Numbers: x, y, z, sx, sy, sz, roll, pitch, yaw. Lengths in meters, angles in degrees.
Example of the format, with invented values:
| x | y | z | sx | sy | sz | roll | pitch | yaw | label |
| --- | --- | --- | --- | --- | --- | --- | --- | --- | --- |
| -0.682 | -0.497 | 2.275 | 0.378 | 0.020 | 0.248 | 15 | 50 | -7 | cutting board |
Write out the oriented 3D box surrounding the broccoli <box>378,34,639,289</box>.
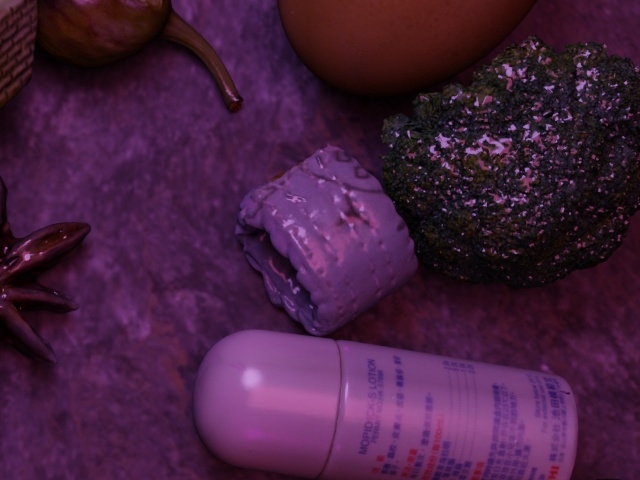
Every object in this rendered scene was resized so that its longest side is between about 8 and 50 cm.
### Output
| x | y | z | sx | sy | sz | roll | pitch | yaw | label |
| --- | --- | --- | --- | --- | --- | --- | --- | --- | --- |
| 0.184 | -0.079 | 1.166 | 0.261 | 0.269 | 0.241 | 46 | 30 | -36 | broccoli |

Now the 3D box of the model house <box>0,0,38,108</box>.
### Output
| x | y | z | sx | sy | sz | roll | pitch | yaw | label |
| --- | --- | --- | --- | --- | --- | --- | --- | --- | --- |
| -0.357 | -0.178 | 1.086 | 0.189 | 0.214 | 0.195 | 51 | 41 | -16 | model house |

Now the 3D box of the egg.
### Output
| x | y | z | sx | sy | sz | roll | pitch | yaw | label |
| --- | --- | --- | --- | --- | --- | --- | --- | --- | --- |
| 0.091 | -0.281 | 1.166 | 0.250 | 0.250 | 0.322 | 36 | 79 | -4 | egg |

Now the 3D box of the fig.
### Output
| x | y | z | sx | sy | sz | roll | pitch | yaw | label |
| --- | --- | --- | --- | --- | --- | --- | --- | --- | --- |
| -0.166 | -0.204 | 1.168 | 0.245 | 0.149 | 0.149 | 26 | 74 | -28 | fig |

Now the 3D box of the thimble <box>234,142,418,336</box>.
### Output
| x | y | z | sx | sy | sz | roll | pitch | yaw | label |
| --- | --- | --- | --- | --- | --- | --- | --- | --- | --- |
| 0.002 | 0.001 | 1.155 | 0.118 | 0.127 | 0.151 | -33 | 78 | -19 | thimble |

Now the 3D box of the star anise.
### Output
| x | y | z | sx | sy | sz | roll | pitch | yaw | label |
| --- | --- | --- | --- | --- | --- | --- | --- | --- | --- |
| -0.311 | 0.047 | 1.099 | 0.229 | 0.093 | 0.236 | -4 | 84 | -19 | star anise |

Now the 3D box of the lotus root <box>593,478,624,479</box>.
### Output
| x | y | z | sx | sy | sz | roll | pitch | yaw | label |
| --- | --- | --- | --- | --- | --- | --- | --- | --- | --- |
| 0.335 | 0.315 | 1.167 | 0.186 | 0.186 | 0.186 | 2 | 79 | -13 | lotus root |

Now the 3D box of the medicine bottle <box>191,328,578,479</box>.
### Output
| x | y | z | sx | sy | sz | roll | pitch | yaw | label |
| --- | --- | --- | --- | --- | --- | --- | --- | --- | --- |
| 0.053 | 0.161 | 1.135 | 0.341 | 0.130 | 0.130 | 9 | 78 | -12 | medicine bottle |
